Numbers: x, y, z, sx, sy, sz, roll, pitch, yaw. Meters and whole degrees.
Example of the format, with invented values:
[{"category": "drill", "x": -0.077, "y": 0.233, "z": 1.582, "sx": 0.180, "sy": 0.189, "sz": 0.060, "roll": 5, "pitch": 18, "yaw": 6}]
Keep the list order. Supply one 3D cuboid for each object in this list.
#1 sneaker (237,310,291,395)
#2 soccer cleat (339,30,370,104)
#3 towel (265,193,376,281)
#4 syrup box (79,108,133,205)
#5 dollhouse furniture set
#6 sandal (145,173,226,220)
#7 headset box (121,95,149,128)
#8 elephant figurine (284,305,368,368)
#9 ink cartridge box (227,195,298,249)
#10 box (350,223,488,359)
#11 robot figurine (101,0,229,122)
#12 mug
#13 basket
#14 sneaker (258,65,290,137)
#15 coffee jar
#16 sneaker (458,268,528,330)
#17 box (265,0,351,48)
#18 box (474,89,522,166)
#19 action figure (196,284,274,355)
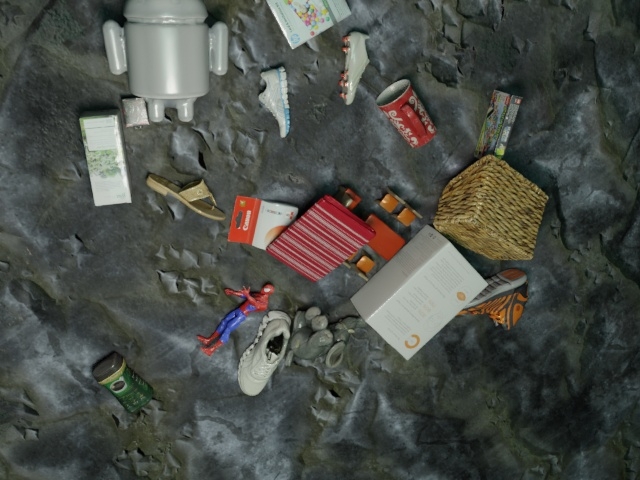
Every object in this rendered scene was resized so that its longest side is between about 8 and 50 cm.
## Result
[{"category": "sneaker", "x": -0.172, "y": 0.362, "z": 2.050, "sx": 0.110, "sy": 0.118, "sz": 0.292, "roll": 17, "pitch": 107, "yaw": -22}, {"category": "soccer cleat", "x": 0.097, "y": -0.471, "z": 1.829, "sx": 0.076, "sy": 0.068, "sz": 0.196, "roll": -2, "pitch": 108, "yaw": -17}, {"category": "towel", "x": 0.000, "y": 0.000, "z": 1.895, "sx": 0.199, "sy": 0.031, "sz": 0.275, "roll": 35, "pitch": 127, "yaw": -22}, {"category": "syrup box", "x": -0.555, "y": -0.216, "z": 1.739, "sx": 0.093, "sy": 0.096, "sz": 0.236, "roll": -7, "pitch": 112, "yaw": -10}, {"category": "dollhouse furniture set", "x": 0.138, "y": -0.040, "z": 1.964, "sx": 0.259, "sy": 0.135, "sz": 0.262, "roll": 37, "pitch": 98, "yaw": -24}, {"category": "sandal", "x": -0.351, "y": -0.139, "z": 1.826, "sx": 0.240, "sy": 0.088, "sz": 0.079, "roll": 26, "pitch": 108, "yaw": -17}, {"category": "headset box", "x": -0.484, "y": -0.335, "z": 1.747, "sx": 0.062, "sy": 0.032, "sz": 0.083, "roll": -8, "pitch": 111, "yaw": -12}, {"category": "elephant figurine", "x": 0.025, "y": 0.309, "z": 2.064, "sx": 0.186, "sy": 0.169, "sz": 0.239, "roll": -22, "pitch": 148, "yaw": 29}, {"category": "ink cartridge box", "x": -0.166, "y": -0.046, "z": 1.935, "sx": 0.179, "sy": 0.045, "sz": 0.145, "roll": 8, "pitch": 108, "yaw": -20}, {"category": "box", "x": 0.302, "y": 0.159, "z": 2.066, "sx": 0.345, "sy": 0.168, "sz": 0.215, "roll": -44, "pitch": 115, "yaw": 4}, {"category": "robot figurine", "x": -0.374, "y": -0.472, "z": 1.630, "sx": 0.300, "sy": 0.200, "sz": 0.353, "roll": -3, "pitch": 111, "yaw": -15}, {"category": "mug", "x": 0.244, "y": -0.342, "z": 1.878, "sx": 0.113, "sy": 0.150, "sz": 0.169, "roll": -21, "pitch": 125, "yaw": 32}, {"category": "basket", "x": 0.504, "y": -0.093, "z": 2.016, "sx": 0.299, "sy": 0.213, "sz": 0.223, "roll": 26, "pitch": 74, "yaw": -30}, {"category": "sneaker", "x": -0.126, "y": -0.372, "z": 1.813, "sx": 0.083, "sy": 0.071, "sz": 0.190, "roll": -8, "pitch": 104, "yaw": -5}, {"category": "coffee jar", "x": -0.589, "y": 0.422, "z": 1.984, "sx": 0.096, "sy": 0.079, "sz": 0.184, "roll": -33, "pitch": 116, "yaw": 3}, {"category": "sneaker", "x": 0.545, "y": 0.226, "z": 2.173, "sx": 0.321, "sy": 0.124, "sz": 0.180, "roll": -17, "pitch": 113, "yaw": -11}, {"category": "box", "x": -0.032, "y": -0.615, "z": 1.754, "sx": 0.186, "sy": 0.038, "sz": 0.145, "roll": -30, "pitch": 115, "yaw": -1}, {"category": "box", "x": 0.521, "y": -0.332, "z": 1.964, "sx": 0.036, "sy": 0.114, "sz": 0.206, "roll": 8, "pitch": 108, "yaw": -17}, {"category": "action figure", "x": -0.266, "y": 0.206, "z": 1.976, "sx": 0.280, "sy": 0.091, "sz": 0.139, "roll": -38, "pitch": 125, "yaw": 2}]
